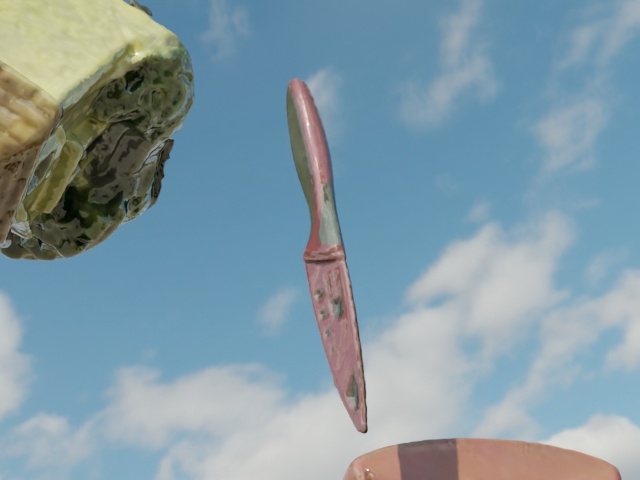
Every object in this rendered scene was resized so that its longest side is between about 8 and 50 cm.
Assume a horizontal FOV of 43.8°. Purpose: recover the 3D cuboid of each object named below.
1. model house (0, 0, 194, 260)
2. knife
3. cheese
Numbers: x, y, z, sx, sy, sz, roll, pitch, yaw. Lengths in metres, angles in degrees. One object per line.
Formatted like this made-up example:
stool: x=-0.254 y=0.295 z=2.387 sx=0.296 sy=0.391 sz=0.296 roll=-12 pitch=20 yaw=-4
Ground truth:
model house: x=-0.288 y=-0.066 z=0.664 sx=0.261 sy=0.266 sz=0.321 roll=33 pitch=-55 yaw=-6
knife: x=0.000 y=0.000 z=0.500 sx=0.018 sy=0.247 sz=0.035 roll=16 pitch=-35 yaw=-42
cheese: x=0.132 y=0.217 z=0.539 sx=0.177 sy=0.203 sz=0.128 roll=-16 pitch=-48 yaw=-34
